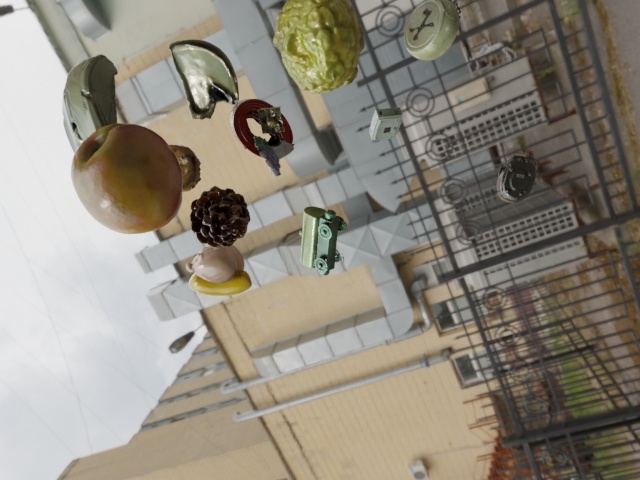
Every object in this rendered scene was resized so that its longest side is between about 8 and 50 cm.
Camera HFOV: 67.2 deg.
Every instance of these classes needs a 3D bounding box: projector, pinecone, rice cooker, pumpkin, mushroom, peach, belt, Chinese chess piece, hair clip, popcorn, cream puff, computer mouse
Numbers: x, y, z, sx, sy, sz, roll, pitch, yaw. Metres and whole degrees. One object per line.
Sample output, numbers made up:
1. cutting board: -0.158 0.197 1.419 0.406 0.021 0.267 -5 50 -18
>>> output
1. projector: 0.280 -0.496 2.063 0.147 0.115 0.061 102 156 -62
2. pinecone: -0.255 -0.055 1.233 0.173 0.173 0.173 -20 -90 -75
3. rice cooker: 0.785 -0.249 1.927 0.118 0.142 0.203 -31 -48 -76
4. pumpkin: -0.155 -0.378 1.520 0.054 0.074 0.083 -102 2 -64
5. mushroom: -0.425 -0.625 1.857 0.212 0.217 0.292 -98 -2 -70
6. peach: -0.553 -0.172 1.420 0.332 0.308 0.308 53 -158 -38
7. belt: -0.263 -0.498 2.194 0.324 0.227 0.115 42 -178 -25
8. Chinese chess piece: 0.423 -0.812 1.843 0.092 0.238 0.238 10 -126 -34
9. hair clip: -0.228 -0.360 2.059 0.195 0.052 0.124 59 -161 -10
10. popcorn: 0.011 -0.486 1.195 0.251 0.206 0.237 17 -117 -58
11. cream puff: -0.684 -0.341 2.300 0.164 0.240 0.240 36 -146 -86
12. computer mouse: -0.810 -0.464 1.666 0.145 0.228 0.429 10 -114 -47

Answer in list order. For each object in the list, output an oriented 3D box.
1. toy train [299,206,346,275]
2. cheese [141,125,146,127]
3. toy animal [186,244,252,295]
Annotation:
1. toy train: 0.004 -0.004 2.005 0.126 0.189 0.307 -25 -47 -39
2. cheese: -0.743 -0.440 2.024 0.092 0.047 0.171 89 160 -45
3. toy animal: -0.494 0.106 2.258 0.345 0.277 0.247 54 -157 -49
